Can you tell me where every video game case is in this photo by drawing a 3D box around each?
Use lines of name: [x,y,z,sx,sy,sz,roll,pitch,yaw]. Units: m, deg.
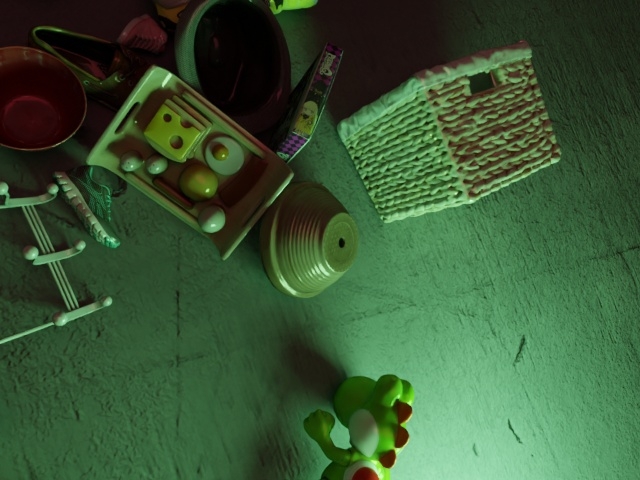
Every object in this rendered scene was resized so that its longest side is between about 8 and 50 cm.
video game case: [-0.047,-0.250,1.001,0.041,0.232,0.210,25,70,-16]

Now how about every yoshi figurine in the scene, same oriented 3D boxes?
yoshi figurine: [0.055,0.419,0.969,0.203,0.203,0.362,25,81,24]

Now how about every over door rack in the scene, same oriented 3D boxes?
over door rack: [-0.492,0.044,0.735,0.324,0.108,0.240,-24,89,-57]

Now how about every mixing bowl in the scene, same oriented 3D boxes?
mixing bowl: [-0.504,-0.226,0.857,0.181,0.098,0.182,6,76,-24]

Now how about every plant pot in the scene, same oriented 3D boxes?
plant pot: [0.000,0.000,0.981,0.237,0.109,0.238,-6,97,-52]

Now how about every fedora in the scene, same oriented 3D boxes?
fedora: [-0.187,-0.354,0.989,0.243,0.124,0.276,-29,123,-27]

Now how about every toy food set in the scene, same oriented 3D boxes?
toy food set: [-0.235,-0.133,0.903,0.306,0.092,0.220,37,104,-15]

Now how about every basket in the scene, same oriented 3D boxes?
basket: [0.275,-0.223,1.100,0.328,0.331,0.267,-24,95,-27]

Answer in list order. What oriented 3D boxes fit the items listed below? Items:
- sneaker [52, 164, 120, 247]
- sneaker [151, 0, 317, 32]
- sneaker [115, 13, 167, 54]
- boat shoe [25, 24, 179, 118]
sneaker: [-0.402,-0.066,0.893,0.076,0.065,0.167,-37,97,-31]
sneaker: [-0.180,-0.520,1.073,0.384,0.145,0.147,-11,113,-28]
sneaker: [-0.342,-0.396,0.974,0.070,0.051,0.134,41,31,-20]
boat shoe: [-0.379,-0.305,0.928,0.307,0.104,0.111,11,74,-23]
